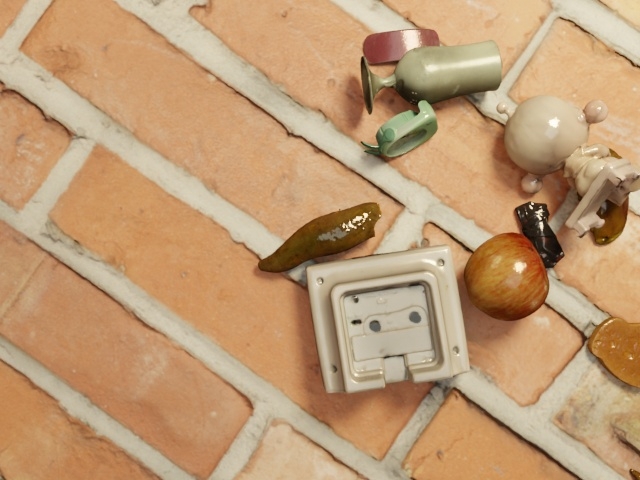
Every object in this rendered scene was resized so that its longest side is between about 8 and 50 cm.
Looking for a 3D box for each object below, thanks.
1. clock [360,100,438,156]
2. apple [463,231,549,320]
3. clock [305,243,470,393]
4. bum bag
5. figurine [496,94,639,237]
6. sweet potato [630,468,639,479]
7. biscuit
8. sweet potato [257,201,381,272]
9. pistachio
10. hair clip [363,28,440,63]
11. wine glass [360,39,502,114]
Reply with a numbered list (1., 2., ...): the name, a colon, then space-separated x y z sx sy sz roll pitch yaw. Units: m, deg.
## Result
1. clock: 0.137 -0.184 1.129 0.135 0.101 0.041 -29 75 5
2. apple: 0.315 0.065 1.105 0.130 0.146 0.146 -29 90 19
3. clock: 0.116 0.137 1.125 0.262 0.116 0.231 -8 90 1
4. bum bag: 0.390 -0.010 1.155 0.057 0.034 0.125 -21 90 15
5. figurine: 0.400 -0.142 1.094 0.144 0.182 0.257 -33 63 -21
6. sweet potato: 0.594 0.454 1.160 0.026 0.026 0.115 -41 91 1
7. biscuit: 0.554 0.193 1.159 0.118 0.023 0.140 -42 89 1
8. sweet potato: 0.000 0.000 1.146 0.243 0.077 0.077 -24 90 0
9. pistachio: 0.500 -0.078 1.144 0.089 0.049 0.173 -1 90 3
10. hair clip: 0.146 -0.348 1.164 0.137 0.022 0.054 -5 94 1
11. wine glass: 0.190 -0.285 1.125 0.230 0.103 0.103 -9 90 -3
